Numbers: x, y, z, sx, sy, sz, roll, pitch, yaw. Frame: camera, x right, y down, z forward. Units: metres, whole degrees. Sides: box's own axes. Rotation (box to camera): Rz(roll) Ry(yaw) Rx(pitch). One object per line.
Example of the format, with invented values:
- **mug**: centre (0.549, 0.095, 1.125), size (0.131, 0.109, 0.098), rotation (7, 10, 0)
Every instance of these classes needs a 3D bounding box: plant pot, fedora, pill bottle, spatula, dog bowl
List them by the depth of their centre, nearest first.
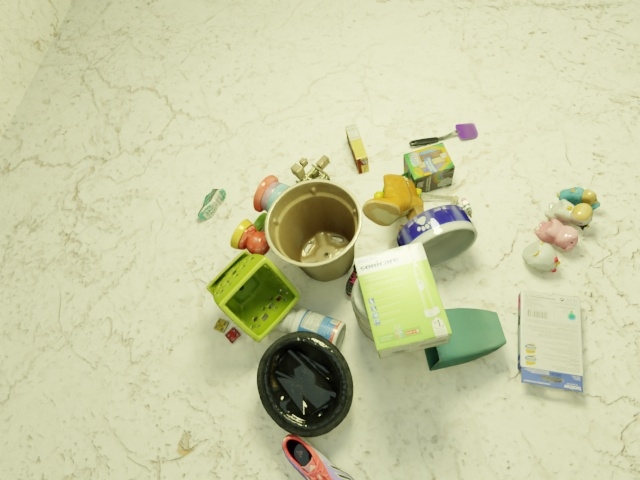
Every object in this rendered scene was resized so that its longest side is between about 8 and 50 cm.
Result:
- **plant pot**: centre (0.469, 0.317, 1.445), size (0.234, 0.165, 0.165), rotation (-7, 63, -2)
- **fedora**: centre (-0.044, 0.472, 1.463), size (0.334, 0.152, 0.334), rotation (-2, 72, 7)
- **plant pot**: centre (-0.249, 0.180, 1.548), size (0.228, 0.227, 0.207), rotation (-47, 34, -15)
- **dog bowl**: centre (0.409, -0.007, 1.552), size (0.265, 0.265, 0.104), rotation (-20, 60, 1)
- **pill bottle**: centre (-0.031, 0.315, 1.560), size (0.222, 0.124, 0.124), rotation (16, 68, 19)
- **plant pot**: centre (0.000, 0.000, 1.605), size (0.334, 0.305, 0.333), rotation (-5, 63, 9)
- **spatula**: centre (0.524, -0.442, 1.873), size (0.297, 0.030, 0.084), rotation (-14, 65, 4)

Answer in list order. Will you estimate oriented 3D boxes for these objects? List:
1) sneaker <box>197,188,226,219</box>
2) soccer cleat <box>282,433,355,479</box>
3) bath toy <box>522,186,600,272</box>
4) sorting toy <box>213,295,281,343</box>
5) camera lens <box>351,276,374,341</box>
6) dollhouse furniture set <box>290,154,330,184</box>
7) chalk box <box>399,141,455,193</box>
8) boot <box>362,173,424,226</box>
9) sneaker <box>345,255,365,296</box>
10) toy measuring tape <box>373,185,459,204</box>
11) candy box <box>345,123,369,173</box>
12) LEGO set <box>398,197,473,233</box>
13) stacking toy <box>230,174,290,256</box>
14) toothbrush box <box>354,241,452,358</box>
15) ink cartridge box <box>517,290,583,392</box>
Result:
- **sneaker**: centre (-0.486, -0.162, 1.926), size (0.076, 0.065, 0.166), rotation (21, 66, 37)
- **soccer cleat**: centre (0.002, 0.723, 1.357), size (0.318, 0.116, 0.108), rotation (36, 75, 24)
- **bath toy**: centre (0.859, -0.028, 1.560), size (0.129, 0.151, 0.348), rotation (41, 75, -11)
- **sorting toy**: centre (-0.290, 0.263, 1.679), size (0.274, 0.046, 0.132), rotation (-42, 64, -10)
- **camera lens**: centre (0.220, 0.218, 1.472), size (0.219, 0.274, 0.219), rotation (-4, 64, 9)
- **dollhouse furniture set**: centre (-0.015, -0.298, 1.834), size (0.101, 0.161, 0.182), rotation (37, 77, 24)
- **chalk box**: centre (0.407, -0.277, 1.759), size (0.213, 0.132, 0.132), rotation (-16, 63, 2)
- **boot**: centre (0.246, -0.156, 1.564), size (0.295, 0.104, 0.211), rotation (12, 49, -32)
- **sneaker**: centre (0.139, 0.128, 1.644), size (0.063, 0.075, 0.170), rotation (23, 71, 20)
- **toy measuring tape**: centre (0.372, -0.143, 1.719), size (0.330, 0.121, 0.121), rotation (8, 66, 4)
- **candy box**: centre (0.156, -0.392, 1.877), size (0.053, 0.109, 0.186), rotation (-15, 62, 3)
- **LEGO set**: centre (0.428, -0.081, 1.671), size (0.287, 0.132, 0.107), rotation (-19, 54, 9)
- **stacking toy**: centre (-0.187, -0.080, 1.688), size (0.130, 0.279, 0.309), rotation (29, 95, 11)
- **toothbrush box**: centre (0.231, 0.172, 1.268), size (0.206, 0.122, 0.283), rotation (-15, 63, 4)
- **ink cartridge box**: centre (0.748, 0.326, 1.438), size (0.186, 0.065, 0.311), rotation (6, 63, 14)
